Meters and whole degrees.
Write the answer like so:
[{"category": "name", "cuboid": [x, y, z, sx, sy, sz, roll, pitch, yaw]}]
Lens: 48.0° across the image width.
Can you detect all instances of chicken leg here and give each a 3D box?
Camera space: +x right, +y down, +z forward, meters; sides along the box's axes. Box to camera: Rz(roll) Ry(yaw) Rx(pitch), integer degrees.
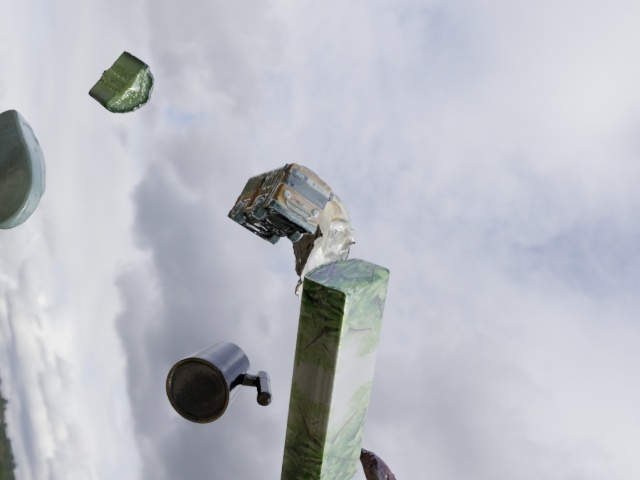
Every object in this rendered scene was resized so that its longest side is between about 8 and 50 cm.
[{"category": "chicken leg", "cuboid": [0.107, 0.489, 1.456, 0.205, 0.093, 0.053, -95, 161, -47]}]

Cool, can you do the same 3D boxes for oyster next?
[{"category": "oyster", "cuboid": [-0.010, -0.002, 1.468, 0.100, 0.275, 0.271, 8, -74, 18]}]

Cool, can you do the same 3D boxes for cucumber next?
[{"category": "cucumber", "cuboid": [-0.377, -0.295, 1.380, 0.115, 0.116, 0.062, 34, -9, 47]}]

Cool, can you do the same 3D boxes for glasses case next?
[{"category": "glasses case", "cuboid": [0.011, 0.159, 0.797, 0.062, 0.095, 0.272, 20, -67, 30]}]

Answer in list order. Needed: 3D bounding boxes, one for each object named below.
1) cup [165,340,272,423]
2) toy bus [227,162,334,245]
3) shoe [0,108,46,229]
[{"category": "cup", "cuboid": [-0.241, 0.365, 1.782, 0.239, 0.177, 0.166, 36, -74, 7]}, {"category": "toy bus", "cuboid": [-0.062, -0.059, 1.124, 0.182, 0.091, 0.103, -6, -126, 62]}, {"category": "shoe", "cuboid": [-0.345, -0.076, 0.832, 0.078, 0.079, 0.195, 49, 6, -50]}]
